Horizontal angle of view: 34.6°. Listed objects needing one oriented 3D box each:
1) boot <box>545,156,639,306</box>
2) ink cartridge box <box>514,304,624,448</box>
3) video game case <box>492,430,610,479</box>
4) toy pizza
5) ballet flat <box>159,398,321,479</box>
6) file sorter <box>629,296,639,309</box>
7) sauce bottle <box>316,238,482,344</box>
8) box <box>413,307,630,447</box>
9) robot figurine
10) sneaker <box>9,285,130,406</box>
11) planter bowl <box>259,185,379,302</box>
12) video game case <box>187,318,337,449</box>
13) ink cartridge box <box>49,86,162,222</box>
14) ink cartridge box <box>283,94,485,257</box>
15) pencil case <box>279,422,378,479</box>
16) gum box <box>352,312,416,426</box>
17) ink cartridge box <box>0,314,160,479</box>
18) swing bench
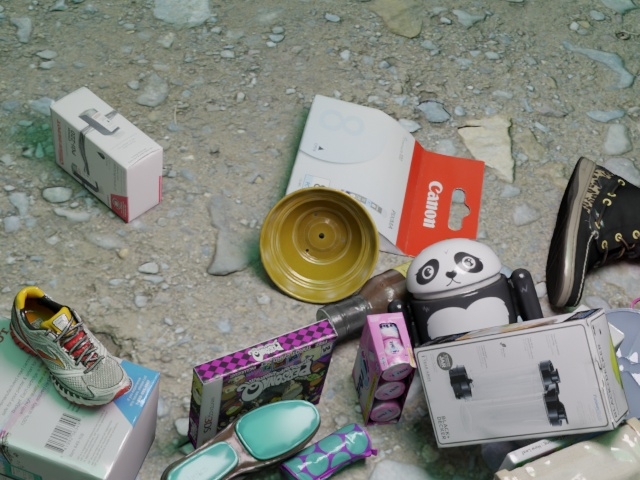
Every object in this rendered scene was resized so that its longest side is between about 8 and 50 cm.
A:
[{"bbox_3d":[0.599,0.010,1.997,0.284,0.138,0.377,19,44,5],"label":"boot"},{"bbox_3d":[0.396,0.238,1.710,0.160,0.219,0.092,-33,60,-32],"label":"ink cartridge box"},{"bbox_3d":[0.347,0.360,1.600,0.193,0.212,0.023,-16,54,-22],"label":"video game case"},{"bbox_3d":[0.536,0.220,1.812,0.201,0.032,0.201,-5,76,22],"label":"toy pizza"},{"bbox_3d":[-0.130,0.332,1.608,0.280,0.096,0.095,-23,69,-25],"label":"ballet flat"},{"bbox_3d":[0.689,0.105,1.830,0.202,0.290,0.182,-20,54,-25],"label":"file sorter"},{"bbox_3d":[0.154,0.095,1.853,0.344,0.111,0.111,-18,56,-25],"label":"sauce bottle"},{"bbox_3d":[0.303,0.213,1.564,0.087,0.290,0.169,-14,89,-57],"label":"box"},{"bbox_3d":[0.245,0.134,1.738,0.209,0.174,0.278,-20,98,-35],"label":"robot figurine"},{"bbox_3d":[-0.363,0.151,1.462,0.225,0.092,0.088,34,51,18],"label":"sneaker"},{"bbox_3d":[0.000,0.000,1.888,0.217,0.217,0.090,13,13,1],"label":"planter bowl"},{"bbox_3d":[-0.095,0.230,1.630,0.232,0.210,0.042,-17,56,-24],"label":"video game case"},{"bbox_3d":[-0.403,-0.162,1.933,0.218,0.158,0.092,39,55,21],"label":"ink cartridge box"},{"bbox_3d":[0.137,-0.121,2.045,0.385,0.091,0.308,13,50,2],"label":"ink cartridge box"},{"bbox_3d":[0.012,0.351,1.644,0.152,0.064,0.070,-26,43,-27],"label":"pencil case"},{"bbox_3d":[0.104,0.211,1.695,0.062,0.188,0.107,-5,51,-12],"label":"gum box"},{"bbox_3d":[-0.405,0.278,1.539,0.270,0.197,0.198,19,49,5],"label":"ink cartridge box"},{"bbox_3d":[0.373,0.422,1.526,0.253,0.254,0.165,-16,55,-22],"label":"swing bench"}]
